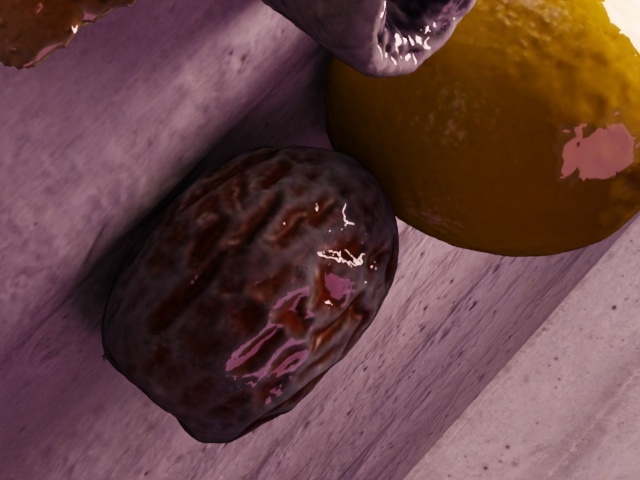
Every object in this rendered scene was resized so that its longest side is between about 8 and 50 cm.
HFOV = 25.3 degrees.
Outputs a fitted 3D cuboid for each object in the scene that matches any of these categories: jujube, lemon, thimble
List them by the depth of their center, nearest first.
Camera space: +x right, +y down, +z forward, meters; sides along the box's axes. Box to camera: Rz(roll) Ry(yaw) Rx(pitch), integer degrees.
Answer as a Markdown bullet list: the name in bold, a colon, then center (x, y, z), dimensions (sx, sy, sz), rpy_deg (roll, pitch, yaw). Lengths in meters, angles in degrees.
- **thimble**: center (0.048, -0.268, 1.175), dimensions (0.217, 0.157, 0.245), rpy_deg (-40, 158, -32)
- **jujube**: center (-0.056, 0.046, 1.391), dimensions (0.308, 0.215, 0.246), rpy_deg (-49, 159, -8)
- **lemon**: center (0.208, -0.141, 1.447), dimensions (0.364, 0.364, 0.364), rpy_deg (-42, 157, -22)

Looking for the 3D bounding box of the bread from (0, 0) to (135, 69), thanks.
- **bread**: center (-0.218, -0.191, 0.908), dimensions (0.140, 0.169, 0.160), rpy_deg (-41, -163, -22)
